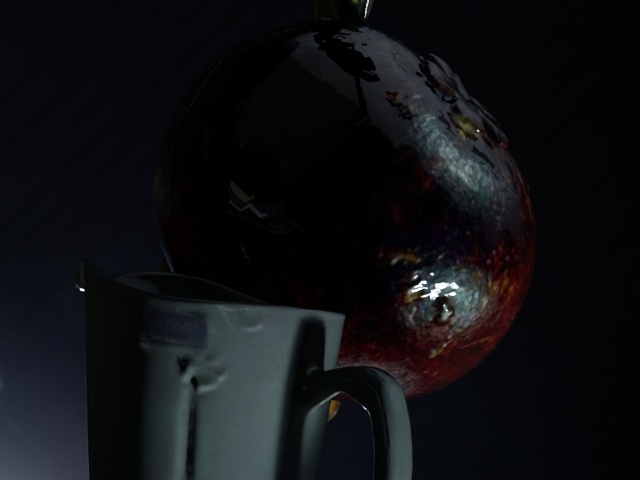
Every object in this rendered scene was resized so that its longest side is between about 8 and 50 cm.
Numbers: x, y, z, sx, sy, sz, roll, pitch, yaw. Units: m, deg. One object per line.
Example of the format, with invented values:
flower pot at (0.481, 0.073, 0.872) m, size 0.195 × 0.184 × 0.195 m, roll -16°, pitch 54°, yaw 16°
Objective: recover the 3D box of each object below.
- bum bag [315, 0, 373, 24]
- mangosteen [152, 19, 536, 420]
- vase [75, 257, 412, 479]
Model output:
bum bag at (0.017, -0.275, 1.127) m, size 0.106 × 0.060 × 0.232 m, roll -47°, pitch 46°, yaw 52°
mangosteen at (0.009, -0.009, 1.050) m, size 0.330 × 0.330 × 0.330 m, roll 38°, pitch 158°, yaw 18°
vase at (-0.061, 0.166, 0.778) m, size 0.251 × 0.300 × 0.156 m, roll 0°, pitch 173°, yaw 34°
